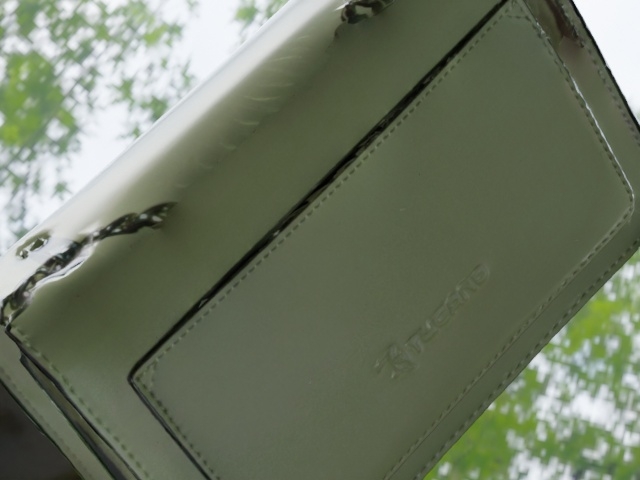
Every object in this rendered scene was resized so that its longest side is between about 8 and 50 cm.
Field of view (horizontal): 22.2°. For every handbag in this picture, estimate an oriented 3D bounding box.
[{"bbox_3d":[0.000,0.000,0.910,0.160,0.358,0.237,22,-29,50],"label":"handbag"}]

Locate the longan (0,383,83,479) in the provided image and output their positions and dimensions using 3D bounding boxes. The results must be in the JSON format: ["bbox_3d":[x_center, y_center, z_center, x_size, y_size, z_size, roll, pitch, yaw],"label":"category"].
[{"bbox_3d":[-0.213,0.116,1.261,0.167,0.187,0.167,15,-56,25],"label":"longan"}]
